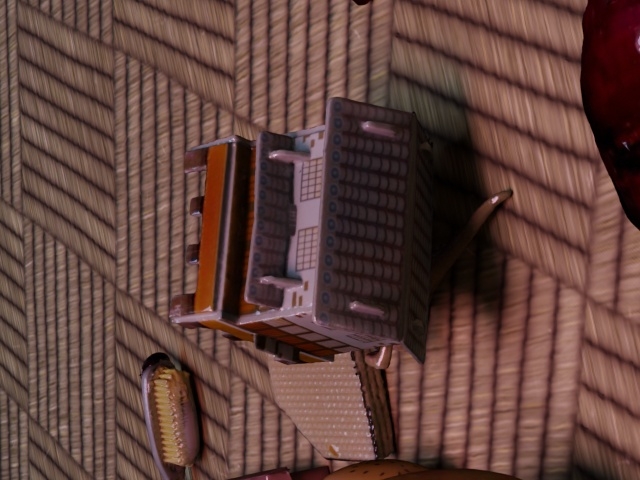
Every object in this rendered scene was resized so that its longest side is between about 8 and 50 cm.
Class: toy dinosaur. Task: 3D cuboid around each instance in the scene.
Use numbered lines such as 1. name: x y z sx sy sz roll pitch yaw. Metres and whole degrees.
1. toy dinosaur: 0.090 0.027 1.866 0.251 0.072 0.200 -154 70 -67

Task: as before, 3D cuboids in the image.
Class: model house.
1. model house: 0.000 0.000 1.791 0.215 0.198 0.224 -9 67 37

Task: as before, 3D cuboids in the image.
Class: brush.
1. brush: -0.177 0.290 2.431 0.060 0.068 0.297 3 107 38

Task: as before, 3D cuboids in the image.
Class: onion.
1. onion: 0.285 -0.088 1.409 0.314 0.146 0.280 -7 88 58

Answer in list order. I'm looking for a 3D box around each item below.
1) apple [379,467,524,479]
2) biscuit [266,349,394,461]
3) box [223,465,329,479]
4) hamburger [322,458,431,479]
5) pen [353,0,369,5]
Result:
1. apple: 0.108 0.396 1.632 0.391 0.391 0.346 49 143 42
2. biscuit: 0.001 0.115 2.035 0.150 0.052 0.252 -6 98 49
3. box: -0.049 0.376 2.193 0.215 0.086 0.215 -24 78 60
4. hamburger: 0.066 0.290 1.904 0.175 0.175 0.137 -16 71 60
5. pen: -0.008 -0.304 1.979 0.218 0.026 0.026 47 137 45
